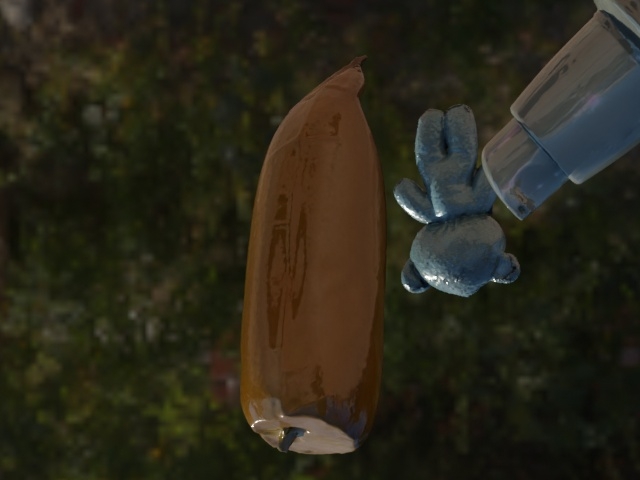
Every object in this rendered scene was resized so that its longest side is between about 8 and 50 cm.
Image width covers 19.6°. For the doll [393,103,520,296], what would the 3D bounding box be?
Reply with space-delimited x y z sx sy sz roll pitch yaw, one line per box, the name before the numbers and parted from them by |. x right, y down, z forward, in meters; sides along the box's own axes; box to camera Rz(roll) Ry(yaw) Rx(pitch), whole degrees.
doll | 0.130 -0.035 1.767 0.120 0.180 0.075 -7 170 26

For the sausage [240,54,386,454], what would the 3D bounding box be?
sausage | 0.000 -0.004 1.343 0.112 0.328 0.112 4 153 2

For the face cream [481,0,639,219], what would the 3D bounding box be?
face cream | 0.170 -0.106 0.809 0.251 0.101 0.101 -42 168 9
